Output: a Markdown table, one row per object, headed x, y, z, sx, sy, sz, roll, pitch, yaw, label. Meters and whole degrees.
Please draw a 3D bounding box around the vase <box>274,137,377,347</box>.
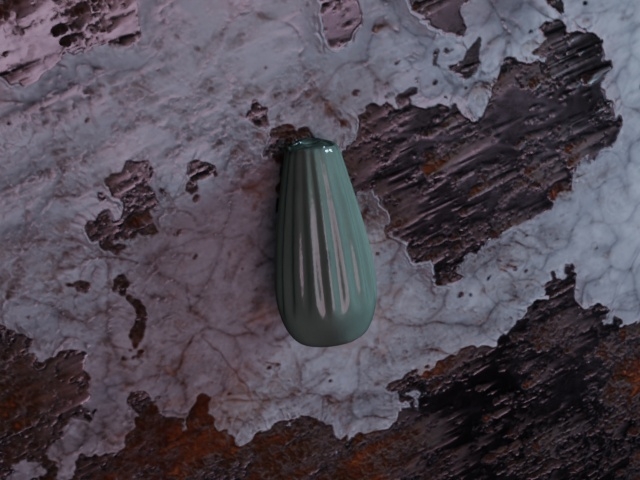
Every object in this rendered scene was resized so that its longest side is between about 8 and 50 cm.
| x | y | z | sx | sy | sz | roll | pitch | yaw | label |
| --- | --- | --- | --- | --- | --- | --- | --- | --- | --- |
| 0.000 | 0.000 | 1.271 | 0.128 | 0.128 | 0.248 | -9 | 104 | -15 | vase |
